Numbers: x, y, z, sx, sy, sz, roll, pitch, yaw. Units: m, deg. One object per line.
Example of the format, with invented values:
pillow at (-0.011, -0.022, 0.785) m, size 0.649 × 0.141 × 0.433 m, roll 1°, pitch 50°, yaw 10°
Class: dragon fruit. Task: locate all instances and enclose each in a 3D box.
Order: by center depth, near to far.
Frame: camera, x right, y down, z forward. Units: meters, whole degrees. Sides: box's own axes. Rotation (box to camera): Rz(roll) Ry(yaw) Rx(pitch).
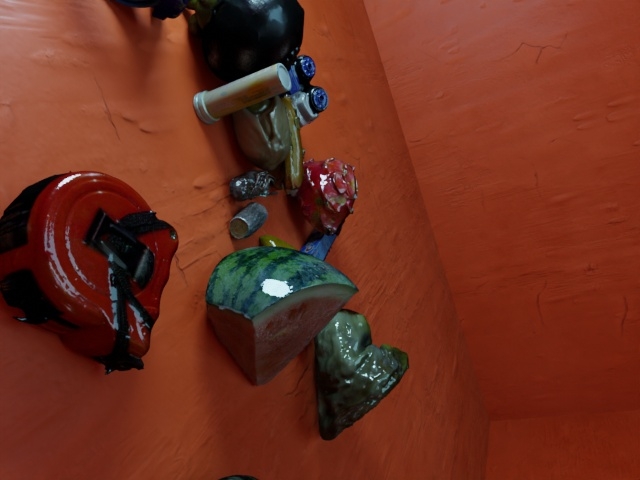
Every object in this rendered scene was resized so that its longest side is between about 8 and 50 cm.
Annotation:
dragon fruit at (0.002, -0.144, 1.469) m, size 0.189 × 0.163 × 0.261 m, roll -1°, pitch 57°, yaw -24°

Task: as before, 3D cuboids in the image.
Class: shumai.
shumai at (0.052, 0.318, 1.332) m, size 0.263 × 0.304 × 0.309 m, roll 51°, pitch -16°, yaw 12°

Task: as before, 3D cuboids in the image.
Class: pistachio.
pistachio at (-0.150, -0.287, 1.277) m, size 0.138 × 0.153 × 0.237 m, roll -14°, pitch 87°, yaw -25°

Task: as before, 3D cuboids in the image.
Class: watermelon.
watermelon at (-0.077, 0.149, 1.062) m, size 0.283 × 0.251 × 0.292 m, roll -34°, pitch 106°, yaw -59°

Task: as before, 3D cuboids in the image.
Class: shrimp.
shrimp at (-0.154, -0.135, 1.247) m, size 0.190 × 0.075 × 0.073 m, roll -33°, pitch 113°, yaw -63°

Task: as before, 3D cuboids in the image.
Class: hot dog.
hot dog at (-0.094, -0.257, 1.367) m, size 0.072 × 0.109 × 0.269 m, roll -5°, pitch 94°, yaw -51°

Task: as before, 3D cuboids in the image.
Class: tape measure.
tape measure at (-0.328, 0.030, 0.743) m, size 0.260 × 0.114 × 0.253 m, roll 50°, pitch 34°, yaw -43°

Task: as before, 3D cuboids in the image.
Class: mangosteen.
mangosteen at (-0.184, -0.496, 1.213) m, size 0.287 × 0.288 × 0.233 m, roll -66°, pitch 164°, yaw -53°

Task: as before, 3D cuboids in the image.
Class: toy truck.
toy truck at (-0.100, -0.415, 1.453) m, size 0.177 × 0.161 × 0.213 m, roll -44°, pitch 119°, yaw -40°

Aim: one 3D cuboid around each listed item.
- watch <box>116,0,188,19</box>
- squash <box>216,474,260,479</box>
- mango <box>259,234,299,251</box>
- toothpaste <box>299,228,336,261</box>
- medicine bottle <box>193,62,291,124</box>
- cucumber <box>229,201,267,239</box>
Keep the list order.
watch at (-0.336, -0.526, 0.968) m, size 0.200 × 0.196 × 0.171 m, roll 22°, pitch 45°, yaw -36°
squash at (-0.139, 0.492, 0.858) m, size 0.193 × 0.156 × 0.193 m, roll 162°, pitch -90°, yaw -90°
mango at (-0.079, 0.054, 1.270) m, size 0.187 × 0.066 × 0.101 m, roll 48°, pitch 33°, yaw 8°
toothpaste at (0.000, 0.000, 1.515) m, size 0.053 × 0.066 × 0.272 m, roll 67°, pitch 26°, yaw -20°
medicine bottle at (-0.173, -0.325, 1.137) m, size 0.074 × 0.218 × 0.073 m, roll 44°, pitch 39°, yaw -51°
cucumber at (-0.168, -0.044, 1.194) m, size 0.064 × 0.064 × 0.112 m, roll 67°, pitch 28°, yaw -19°
